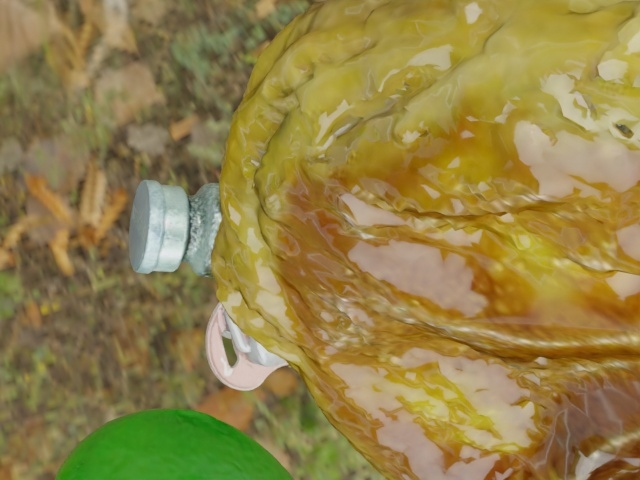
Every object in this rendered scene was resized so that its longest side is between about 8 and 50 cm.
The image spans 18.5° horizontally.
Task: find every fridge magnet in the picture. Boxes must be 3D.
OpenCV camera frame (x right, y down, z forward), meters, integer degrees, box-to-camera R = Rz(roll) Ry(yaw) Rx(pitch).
[{"bbox_3d":[-0.080,0.202,1.210,0.208,0.208,0.088,25,137,-26],"label":"fridge magnet"}]

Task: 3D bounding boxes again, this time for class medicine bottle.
[{"bbox_3d":[0.000,0.000,1.003,0.191,0.051,0.051,5,114,-16],"label":"medicine bottle"}]

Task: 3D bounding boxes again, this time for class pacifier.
[{"bbox_3d":[-0.045,0.052,1.325,0.099,0.078,0.081,-24,110,-30],"label":"pacifier"}]

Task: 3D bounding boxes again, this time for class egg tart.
[{"bbox_3d":[0.122,0.021,0.669,0.153,0.339,0.351,-52,153,-31],"label":"egg tart"}]
